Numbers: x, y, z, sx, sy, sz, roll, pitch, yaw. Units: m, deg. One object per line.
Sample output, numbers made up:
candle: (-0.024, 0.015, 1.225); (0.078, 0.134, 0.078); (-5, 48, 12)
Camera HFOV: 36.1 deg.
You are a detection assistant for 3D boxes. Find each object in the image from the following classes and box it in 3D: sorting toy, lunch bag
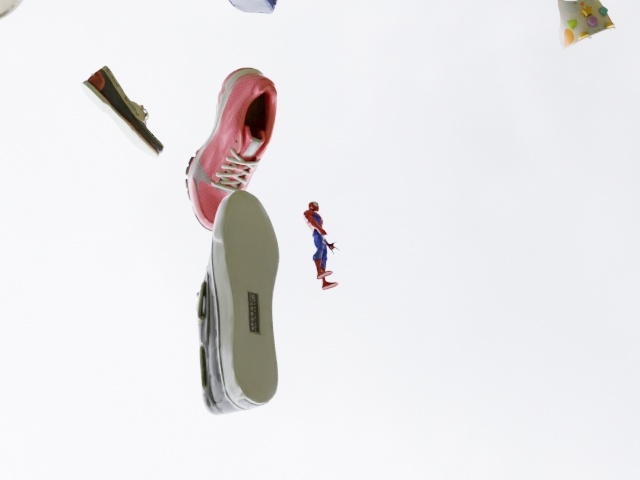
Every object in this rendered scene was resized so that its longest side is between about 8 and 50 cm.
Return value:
sorting toy: (0.378, -0.326, 1.412); (0.083, 0.045, 0.075); (-23, -96, -5)
lunch bag: (-0.082, -0.321, 1.179); (0.098, 0.067, 0.065); (42, -115, -53)

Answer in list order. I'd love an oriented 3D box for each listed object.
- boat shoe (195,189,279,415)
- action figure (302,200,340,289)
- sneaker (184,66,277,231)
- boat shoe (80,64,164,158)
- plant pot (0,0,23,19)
boat shoe: (-0.088, 0.056, 0.937); (0.078, 0.070, 0.219); (26, -127, -43)
action figure: (0.000, 0.000, 1.101); (0.038, 0.030, 0.115); (57, -166, -50)
sneaker: (-0.158, -0.162, 1.790); (0.116, 0.136, 0.314); (13, -83, -28)
boat shoe: (-0.245, -0.164, 1.256); (0.137, 0.049, 0.043); (46, -112, -1)
plant pot: (-0.508, -0.416, 1.382); (0.284, 0.284, 0.191); (-4, -116, -43)
